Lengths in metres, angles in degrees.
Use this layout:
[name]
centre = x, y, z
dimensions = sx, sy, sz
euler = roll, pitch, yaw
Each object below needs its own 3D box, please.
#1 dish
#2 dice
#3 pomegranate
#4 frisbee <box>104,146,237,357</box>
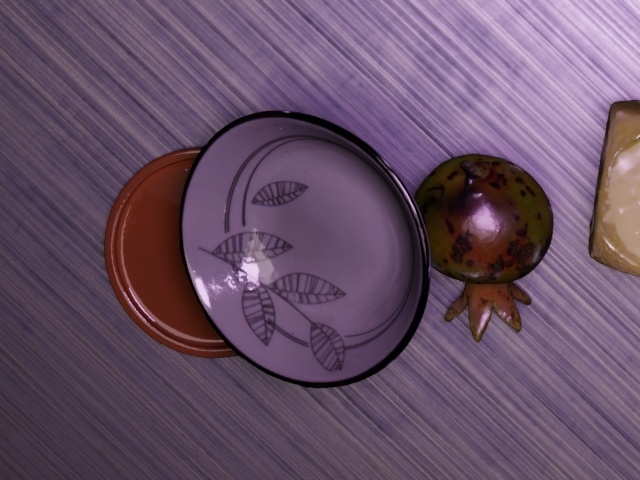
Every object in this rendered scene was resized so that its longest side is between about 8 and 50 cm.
[dish]
centre = 0.000, 0.000, 1.815
dimensions = 0.316, 0.106, 0.316
euler = 11, 111, 31
[dice]
centre = 0.373, -0.053, 1.744
dimensions = 0.166, 0.169, 0.169
euler = 9, 103, 8
[pomegranate]
centre = 0.173, 0.009, 1.808
dimensions = 0.156, 0.156, 0.220
euler = 3, 107, 10
[frisbee]
centre = -0.128, 0.014, 1.928
dimensions = 0.251, 0.021, 0.250
euler = 2, 103, 10
